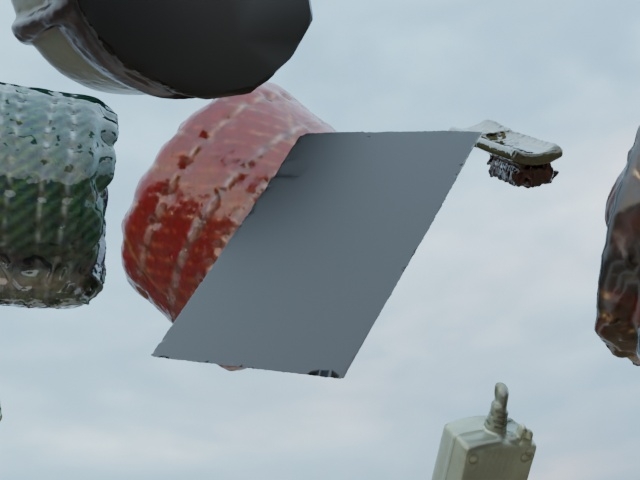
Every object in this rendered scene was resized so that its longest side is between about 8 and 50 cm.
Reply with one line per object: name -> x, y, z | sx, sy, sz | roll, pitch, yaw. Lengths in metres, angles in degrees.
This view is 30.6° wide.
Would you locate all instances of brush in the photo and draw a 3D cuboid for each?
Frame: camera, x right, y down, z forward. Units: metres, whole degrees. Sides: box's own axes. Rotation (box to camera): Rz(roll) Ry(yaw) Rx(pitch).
brush -> 0.150, -0.075, 0.988 | 0.043, 0.036, 0.248 | -3, 11, -6

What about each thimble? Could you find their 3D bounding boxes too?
thimble -> -0.084, -0.022, 1.546 | 0.350, 0.231, 0.350 | -43, -21, -21
thimble -> -0.159, -0.025, 0.641 | 0.090, 0.118, 0.135 | 4, 15, -11

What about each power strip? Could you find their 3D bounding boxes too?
power strip -> 0.079, 0.163, 0.644 | 0.048, 0.030, 0.191 | -1, -67, -28

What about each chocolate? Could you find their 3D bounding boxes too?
chocolate -> -0.171, -0.263, 1.134 | 0.284, 0.283, 0.186 | 7, -5, -36

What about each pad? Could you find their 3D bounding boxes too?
pad -> 0.000, 0.000, 0.830 | 0.164, 0.243, 0.004 | 3, -44, 35

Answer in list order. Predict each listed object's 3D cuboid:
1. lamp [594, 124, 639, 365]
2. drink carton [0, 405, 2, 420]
lamp -> 0.189, 0.015, 0.371 | 0.227, 0.226, 0.227 | -8, -21, -3
drink carton -> -0.322, 0.143, 0.703 | 0.161, 0.108, 0.271 | 36, -84, -23
